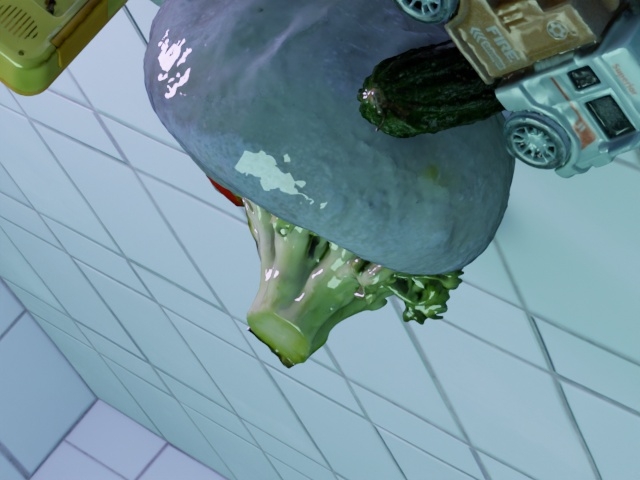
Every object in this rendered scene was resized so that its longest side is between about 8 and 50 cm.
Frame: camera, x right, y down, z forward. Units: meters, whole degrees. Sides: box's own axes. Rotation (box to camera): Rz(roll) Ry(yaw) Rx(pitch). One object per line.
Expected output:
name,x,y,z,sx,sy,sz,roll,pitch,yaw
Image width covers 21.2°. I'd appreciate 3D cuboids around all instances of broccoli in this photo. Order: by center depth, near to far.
broccoli,0.000,0.000,1.776,0.248,0.246,0.288,40,161,-22

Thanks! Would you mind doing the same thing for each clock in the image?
clock,-0.292,-0.266,1.803,0.143,0.202,0.096,40,160,1

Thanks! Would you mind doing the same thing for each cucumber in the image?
cucumber,0.111,-0.125,1.317,0.077,0.265,0.077,18,118,37

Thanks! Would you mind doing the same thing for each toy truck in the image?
toy truck,0.177,-0.182,1.206,0.184,0.133,0.338,-14,123,49

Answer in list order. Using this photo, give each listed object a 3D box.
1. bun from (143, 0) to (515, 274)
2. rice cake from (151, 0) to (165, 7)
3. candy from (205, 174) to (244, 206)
bun,0.016,-0.121,1.475,0.362,0.211,0.362,28,-173,-4
rice cake,-0.141,-0.265,1.732,0.206,0.069,0.063,33,157,13
candy,-0.081,-0.086,2.037,0.086,0.059,0.292,47,160,-11
